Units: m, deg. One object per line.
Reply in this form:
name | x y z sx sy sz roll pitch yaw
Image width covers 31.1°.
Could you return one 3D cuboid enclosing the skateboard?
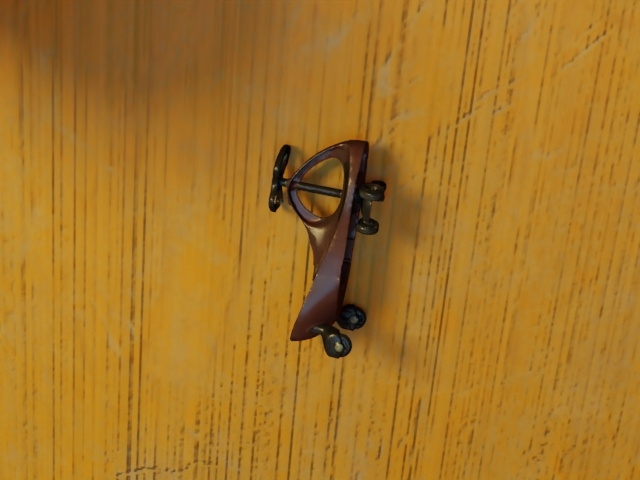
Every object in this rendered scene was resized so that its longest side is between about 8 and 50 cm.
skateboard | 0.000 0.000 0.798 0.080 0.067 0.151 13 107 9
